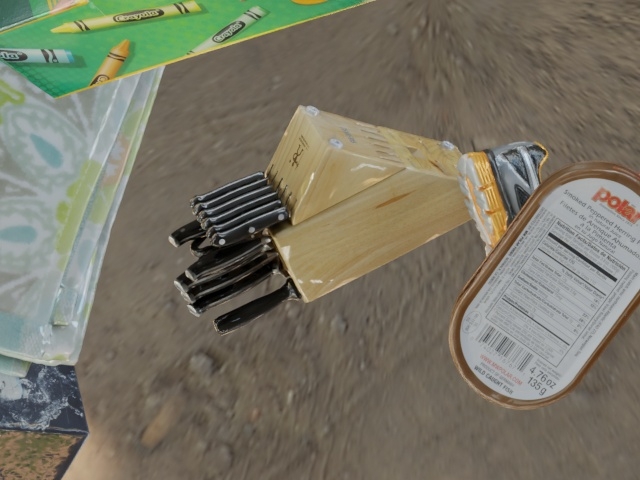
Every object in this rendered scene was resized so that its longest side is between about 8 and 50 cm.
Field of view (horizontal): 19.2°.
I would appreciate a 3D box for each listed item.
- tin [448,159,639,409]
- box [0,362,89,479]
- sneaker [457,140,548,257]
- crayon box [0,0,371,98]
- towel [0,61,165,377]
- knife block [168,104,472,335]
[{"bbox_3d":[0.166,0.033,1.311,0.106,0.040,0.189,34,102,-1],"label":"tin"},{"bbox_3d":[-0.298,0.126,1.625,0.158,0.156,0.093,9,134,-31],"label":"box"},{"bbox_3d":[0.202,0.003,1.807,0.083,0.084,0.214,-25,113,-12],"label":"sneaker"},{"bbox_3d":[-0.078,-0.205,1.185,0.278,0.081,0.165,-13,55,35],"label":"crayon box"},{"bbox_3d":[-0.315,-0.099,1.400,0.375,0.090,0.320,20,74,-12],"label":"towel"},{"bbox_3d":[0.000,0.000,1.854,0.276,0.088,0.242,12,118,-30],"label":"knife block"}]
